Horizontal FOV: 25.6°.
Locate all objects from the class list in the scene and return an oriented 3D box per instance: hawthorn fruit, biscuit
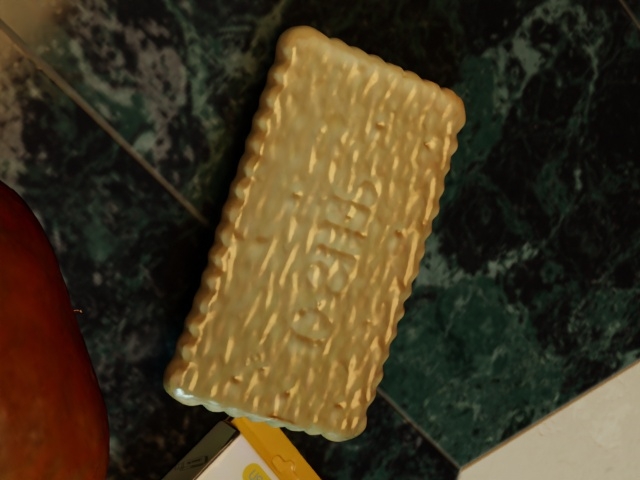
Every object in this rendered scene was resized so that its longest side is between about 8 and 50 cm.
[{"bbox_3d":[-0.215,0.057,0.699,0.224,0.224,0.261,9,84,-33],"label":"hawthorn fruit"},{"bbox_3d":[-0.001,0.000,0.914,0.160,0.030,0.249,18,89,-34],"label":"biscuit"}]

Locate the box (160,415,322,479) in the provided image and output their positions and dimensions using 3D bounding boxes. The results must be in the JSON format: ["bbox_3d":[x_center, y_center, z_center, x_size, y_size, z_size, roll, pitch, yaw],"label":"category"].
[{"bbox_3d":[-0.093,0.229,0.913,0.247,0.033,0.129,-45,119,-15],"label":"box"}]
